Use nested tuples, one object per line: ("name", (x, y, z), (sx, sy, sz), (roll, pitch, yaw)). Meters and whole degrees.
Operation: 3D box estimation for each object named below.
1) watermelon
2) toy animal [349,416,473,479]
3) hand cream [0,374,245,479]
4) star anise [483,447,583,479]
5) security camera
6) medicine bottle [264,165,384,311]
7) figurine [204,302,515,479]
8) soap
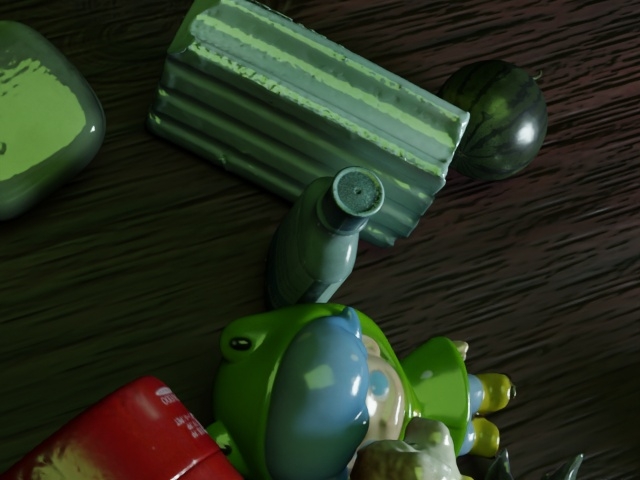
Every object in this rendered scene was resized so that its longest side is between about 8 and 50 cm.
("watermelon", (0.160, -0.116, 1.345), (0.105, 0.105, 0.133), (41, 65, 4))
("toy animal", (0.087, 0.240, 1.113), (0.185, 0.104, 0.184), (29, 94, -15))
("hand cream", (-0.159, 0.214, 1.065), (0.230, 0.230, 0.149), (-34, 81, -24))
("star anise", (0.149, 0.261, 1.213), (0.180, 0.061, 0.205), (18, 70, -21))
("security camera", (-0.319, -0.052, 1.211), (0.301, 0.080, 0.157), (-39, 85, -15))
("medicine bottle", (0.000, 0.000, 1.198), (0.053, 0.208, 0.090), (9, 67, -14))
("figurine", (0.031, 0.133, 1.196), (0.263, 0.143, 0.162), (8, 100, -30))
("soap", (-0.017, -0.107, 1.271), (0.261, 0.150, 0.094), (28, 59, -3))
